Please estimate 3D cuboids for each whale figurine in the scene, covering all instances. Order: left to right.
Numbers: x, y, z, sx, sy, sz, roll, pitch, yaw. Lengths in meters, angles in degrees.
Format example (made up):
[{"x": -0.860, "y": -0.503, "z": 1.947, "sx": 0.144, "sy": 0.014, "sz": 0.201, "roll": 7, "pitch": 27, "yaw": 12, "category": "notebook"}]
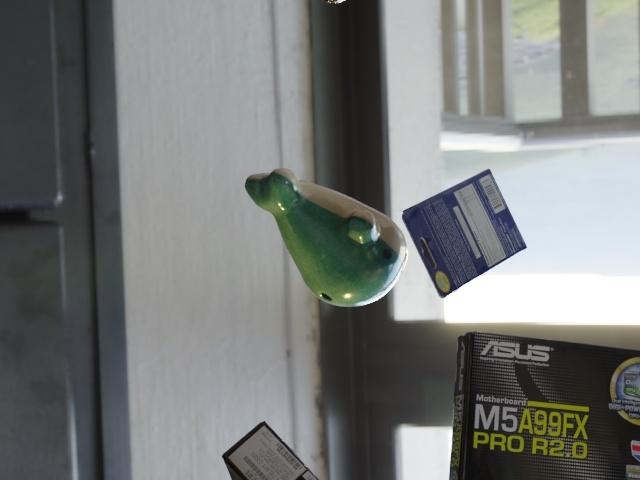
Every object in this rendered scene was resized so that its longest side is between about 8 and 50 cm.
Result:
[{"x": 0.000, "y": 0.000, "z": 1.625, "sx": 0.272, "sy": 0.141, "sz": 0.216, "roll": 36, "pitch": 158, "yaw": -28, "category": "whale figurine"}]

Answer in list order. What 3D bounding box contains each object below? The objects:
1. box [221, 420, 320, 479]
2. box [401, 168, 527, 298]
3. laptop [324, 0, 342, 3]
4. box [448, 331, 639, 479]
[{"x": 0.013, "y": 0.383, "z": 1.310, "sx": 0.073, "sy": 0.293, "sz": 0.295, "roll": -38, "pitch": 157, "yaw": -17, "category": "box"}, {"x": 0.202, "y": -0.009, "z": 1.584, "sx": 0.225, "sy": 0.136, "sz": 0.036, "roll": -25, "pitch": 180, "yaw": -44, "category": "box"}, {"x": 0.038, "y": -0.408, "z": 1.345, "sx": 0.264, "sy": 0.136, "sz": 0.234, "roll": 25, "pitch": 159, "yaw": -10, "category": "laptop"}, {"x": 0.291, "y": 0.229, "z": 1.287, "sx": 0.270, "sy": 0.216, "sz": 0.060, "roll": 8, "pitch": 169, "yaw": -7, "category": "box"}]
